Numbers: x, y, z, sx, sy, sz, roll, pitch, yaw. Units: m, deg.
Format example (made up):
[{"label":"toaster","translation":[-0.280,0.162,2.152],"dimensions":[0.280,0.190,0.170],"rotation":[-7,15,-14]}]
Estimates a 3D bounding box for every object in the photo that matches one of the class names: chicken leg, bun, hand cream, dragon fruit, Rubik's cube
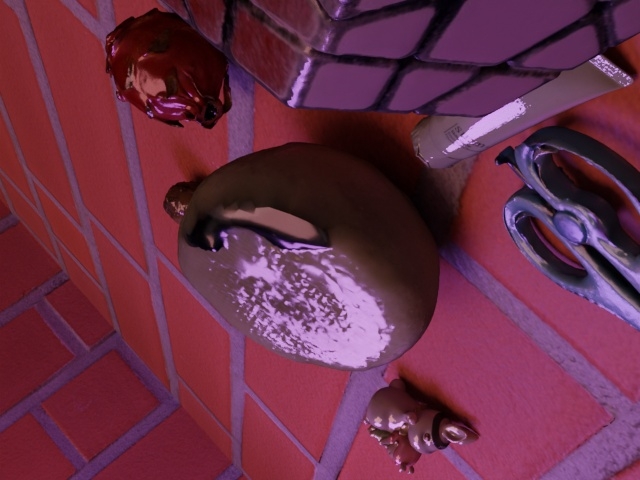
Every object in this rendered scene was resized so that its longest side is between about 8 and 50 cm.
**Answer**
[{"label":"chicken leg","translation":[-0.168,-0.046,1.286],"dimensions":[0.198,0.069,0.085],"rotation":[12,137,47]},{"label":"bun","translation":[0.000,0.000,0.912],"dimensions":[0.283,0.179,0.283],"rotation":[18,142,15]},{"label":"hand cream","translation":[0.137,-0.103,0.650],"dimensions":[0.078,0.050,0.205],"rotation":[35,157,-12]},{"label":"dragon fruit","translation":[-0.168,-0.198,0.992],"dimensions":[0.166,0.133,0.136],"rotation":[43,-162,22]},{"label":"Rubik's cube","translation":[0.043,-0.209,0.388],"dimensions":[0.319,0.319,0.264],"rotation":[41,129,24]}]

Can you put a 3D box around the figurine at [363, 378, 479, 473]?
[{"label":"figurine","translation":[0.132,0.259,1.151],"dimensions":[0.146,0.081,0.098],"rotation":[30,112,41]}]

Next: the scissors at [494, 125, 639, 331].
[{"label":"scissors","translation":[0.279,0.067,0.651],"dimensions":[0.393,0.032,0.180],"rotation":[47,164,11]}]
